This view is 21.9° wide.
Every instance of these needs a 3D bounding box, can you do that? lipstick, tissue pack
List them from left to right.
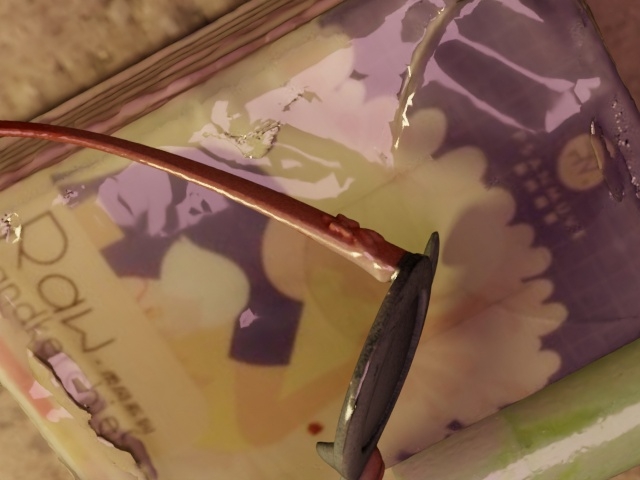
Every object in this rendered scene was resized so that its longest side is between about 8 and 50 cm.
[{"bbox_3d":[0.000,0.000,0.834,0.344,0.125,0.242,-28,116,10],"label":"tissue pack"},{"bbox_3d":[0.188,0.081,0.918,0.304,0.076,0.076,-28,114,7],"label":"lipstick"}]

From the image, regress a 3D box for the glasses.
[{"bbox_3d":[-0.094,0.054,0.765,0.268,0.118,0.234,28,115,4],"label":"glasses"}]
